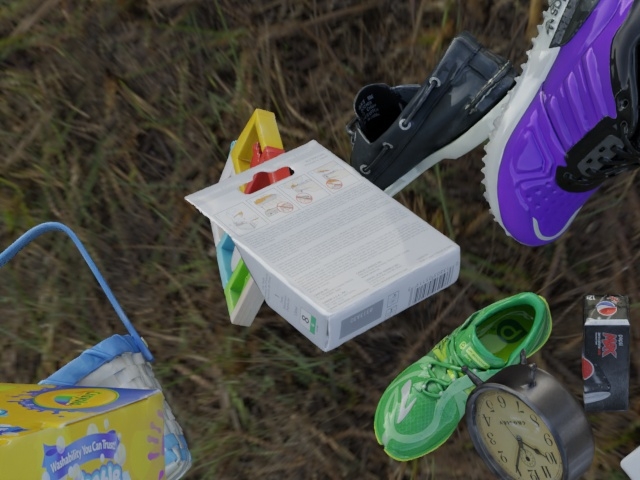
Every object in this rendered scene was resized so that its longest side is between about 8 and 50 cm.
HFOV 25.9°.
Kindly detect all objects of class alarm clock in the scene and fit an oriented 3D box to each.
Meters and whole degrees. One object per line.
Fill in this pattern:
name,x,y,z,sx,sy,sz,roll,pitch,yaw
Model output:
alarm clock,0.214,0.203,1.366,0.064,0.129,0.192,-27,100,-33

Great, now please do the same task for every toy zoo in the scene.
toy zoo,-0.097,-0.049,1.927,0.030,0.293,0.192,12,127,-23

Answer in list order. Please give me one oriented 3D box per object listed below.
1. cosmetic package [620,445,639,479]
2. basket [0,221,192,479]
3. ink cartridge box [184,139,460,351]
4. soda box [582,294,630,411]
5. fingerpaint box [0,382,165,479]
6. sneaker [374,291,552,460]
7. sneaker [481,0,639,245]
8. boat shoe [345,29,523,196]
cosmetic package,0.331,0.118,0.976,0.117,0.231,0.085,-25,72,-41
basket,-0.275,0.157,1.374,0.255,0.201,0.289,-39,79,-5
ink cartridge box,0.000,0.000,1.391,0.181,0.056,0.225,-26,47,-34
soda box,0.359,0.144,1.753,0.060,0.169,0.053,-1,43,10
fingerpaint box,-0.371,0.210,1.031,0.371,0.445,0.163,0,92,17
sneaker,0.181,0.163,1.820,0.295,0.123,0.109,-42,71,-11
sneaker,0.231,-0.094,1.124,0.102,0.293,0.146,-14,44,-35
boat shoe,0.089,-0.127,1.507,0.113,0.340,0.127,46,61,-9
